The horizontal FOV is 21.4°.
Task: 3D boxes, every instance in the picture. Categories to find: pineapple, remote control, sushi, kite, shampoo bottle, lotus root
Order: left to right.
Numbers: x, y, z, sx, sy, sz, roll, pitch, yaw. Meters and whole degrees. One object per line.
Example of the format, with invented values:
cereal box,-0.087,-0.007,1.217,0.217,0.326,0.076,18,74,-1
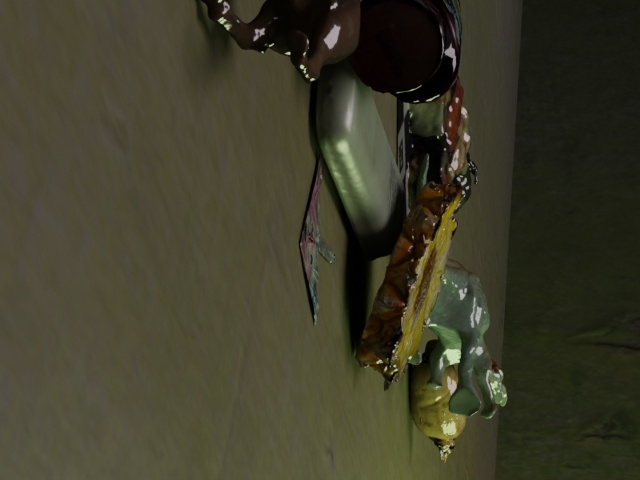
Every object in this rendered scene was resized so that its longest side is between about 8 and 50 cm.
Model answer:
kite,-0.001,0.000,1.349,0.152,0.005,0.137,-5,96,-81
remote control,0.036,-0.066,1.449,0.309,0.038,0.090,62,31,-69
shampoo bottle,0.069,-0.182,1.385,0.129,0.084,0.323,63,11,-9
pineapple,0.080,0.038,1.562,0.221,0.047,0.221,19,90,-81
lotus root,0.136,0.188,1.975,0.072,0.063,0.152,-136,-144,-71
sushi,0.143,-0.122,1.960,0.320,0.068,0.339,-34,125,-78

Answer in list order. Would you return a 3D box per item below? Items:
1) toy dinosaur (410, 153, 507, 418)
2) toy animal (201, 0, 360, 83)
toy dinosaur,0.133,0.075,1.834,0.205,0.092,0.393,-67,142,-52
toy animal,-0.008,-0.208,1.005,0.186,0.093,0.214,-28,121,-57
